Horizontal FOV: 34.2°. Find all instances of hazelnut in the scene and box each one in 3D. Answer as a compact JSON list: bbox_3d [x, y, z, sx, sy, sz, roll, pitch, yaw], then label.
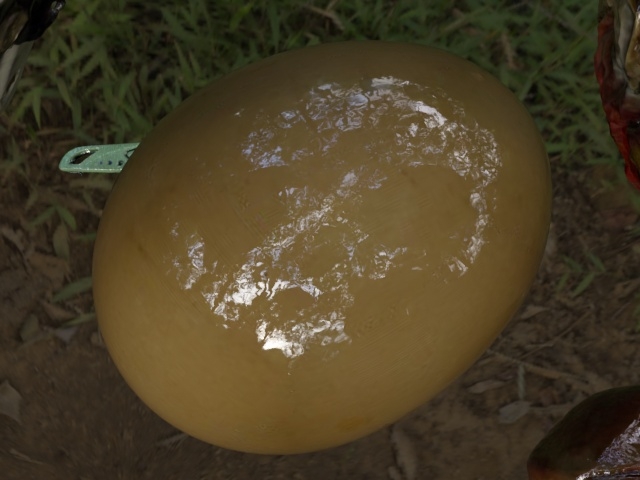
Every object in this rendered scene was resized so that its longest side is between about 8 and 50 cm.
[{"bbox_3d":[0.298,0.235,1.019,0.208,0.208,0.208,3,75,-10],"label":"hazelnut"}]

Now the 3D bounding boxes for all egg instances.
[{"bbox_3d":[0.000,0.000,0.819,0.374,0.301,0.301,-35,84,0],"label":"egg"}]

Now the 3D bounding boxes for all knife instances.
[{"bbox_3d":[-0.149,-0.094,1.156,0.293,0.020,0.043,-1,66,8],"label":"knife"}]

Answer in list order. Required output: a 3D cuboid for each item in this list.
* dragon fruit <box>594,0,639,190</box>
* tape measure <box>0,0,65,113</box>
[{"bbox_3d":[0.268,-0.077,0.435,0.342,0.277,0.277,2,75,-5],"label":"dragon fruit"},{"bbox_3d":[-0.193,-0.117,0.481,0.130,0.258,0.265,28,37,-13],"label":"tape measure"}]
